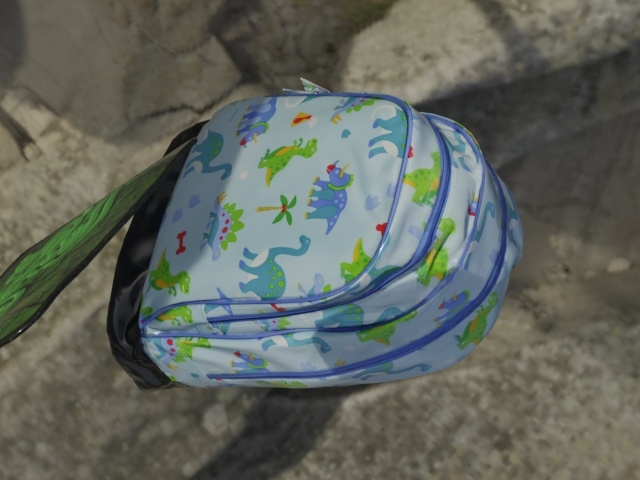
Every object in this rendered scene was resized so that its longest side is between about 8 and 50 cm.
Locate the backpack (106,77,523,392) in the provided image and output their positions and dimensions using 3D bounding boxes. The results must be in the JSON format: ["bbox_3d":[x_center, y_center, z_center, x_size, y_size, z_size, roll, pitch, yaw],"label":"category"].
[{"bbox_3d":[0.000,0.000,1.148,0.273,0.355,0.290,65,40,-55],"label":"backpack"}]

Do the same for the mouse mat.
[{"bbox_3d":[-0.145,0.020,0.633,0.152,0.189,0.007,-30,105,32],"label":"mouse mat"}]
